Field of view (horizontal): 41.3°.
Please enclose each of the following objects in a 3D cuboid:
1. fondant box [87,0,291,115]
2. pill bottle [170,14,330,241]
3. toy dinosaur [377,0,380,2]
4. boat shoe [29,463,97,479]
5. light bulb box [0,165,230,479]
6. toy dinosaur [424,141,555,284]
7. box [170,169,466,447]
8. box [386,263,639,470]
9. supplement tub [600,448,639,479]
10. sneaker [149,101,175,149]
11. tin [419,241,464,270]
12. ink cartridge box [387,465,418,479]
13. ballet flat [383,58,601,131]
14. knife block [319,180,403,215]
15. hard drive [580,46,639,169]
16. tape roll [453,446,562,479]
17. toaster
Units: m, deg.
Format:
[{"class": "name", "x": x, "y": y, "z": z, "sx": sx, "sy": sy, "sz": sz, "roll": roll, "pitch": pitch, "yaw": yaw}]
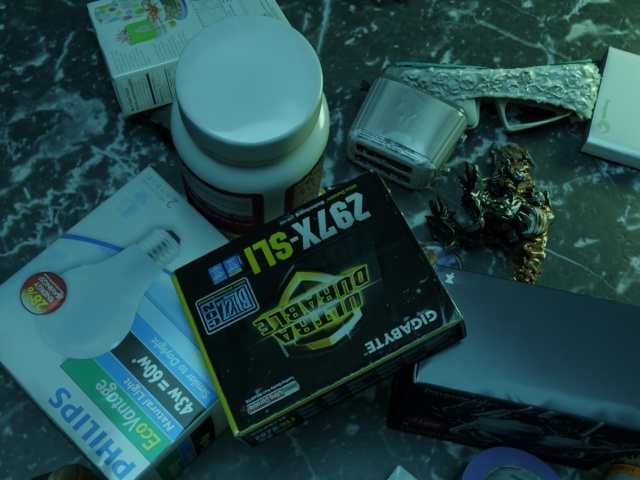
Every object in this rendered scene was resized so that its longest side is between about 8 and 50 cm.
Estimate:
[{"class": "fondant box", "x": -0.242, "y": -0.382, "z": 1.577, "sx": 0.330, "sy": 0.096, "sz": 0.238, "roll": -18, "pitch": 51, "yaw": -11}, {"class": "pill bottle", "x": -0.102, "y": -0.143, "z": 1.246, "sx": 0.224, "sy": 0.392, "sz": 0.224, "roll": 1, "pitch": 71, "yaw": -4}, {"class": "toy dinosaur", "x": 0.086, "y": -0.538, "z": 1.723, "sx": 0.211, "sy": 0.064, "sz": 0.112, "roll": 44, "pitch": 53, "yaw": 5}, {"class": "boat shoe", "x": -0.382, "y": 0.504, "z": 1.220, "sx": 0.123, "sy": 0.123, "sz": 0.342, "roll": -18, "pitch": 71, "yaw": 22}, {"class": "light bulb box", "x": -0.272, "y": 0.151, "z": 1.305, "sx": 0.358, "sy": 0.225, "sz": 0.361, "roll": 41, "pitch": 70, "yaw": 14}, {"class": "toy dinosaur", "x": 0.323, "y": -0.043, "z": 1.464, "sx": 0.218, "sy": 0.164, "sz": 0.322, "roll": 11, "pitch": 36, "yaw": -20}, {"class": "box", "x": -0.008, "y": 0.085, "z": 1.134, "sx": 0.322, "sy": 0.079, "sz": 0.257, "roll": -27, "pitch": 60, "yaw": 0}, {"class": "box", "x": 0.292, "y": 0.201, "z": 1.265, "sx": 0.343, "sy": 0.312, "sz": 0.179, "roll": 11, "pitch": 66, "yaw": 3}, {"class": "supplement tub", "x": 0.565, "y": 0.345, "z": 1.275, "sx": 0.207, "sy": 0.207, "sz": 0.338, "roll": 39, "pitch": 69, "yaw": 13}, {"class": "sneaker", "x": -0.178, "y": -0.181, "z": 1.522, "sx": 0.267, "sy": 0.101, "sz": 0.106, "roll": 34, "pitch": 67, "yaw": 11}, {"class": "tin", "x": 0.155, "y": 0.064, "z": 1.468, "sx": 0.189, "sy": 0.040, "sz": 0.106, "roll": -9, "pitch": 63, "yaw": -8}, {"class": "ink cartridge box", "x": 0.151, "y": 0.481, "z": 1.271, "sx": 0.224, "sy": 0.056, "sz": 0.181, "roll": 37, "pitch": 64, "yaw": 15}, {"class": "ballet flat", "x": 0.324, "y": -0.269, "z": 1.577, "sx": 0.408, "sy": 0.147, "sz": 0.147, "roll": -1, "pitch": 67, "yaw": -3}, {"class": "knife block", "x": 0.000, "y": 0.000, "z": 1.458, "sx": 0.242, "sy": 0.088, "sz": 0.276, "roll": 33, "pitch": 69, "yaw": 12}, {"class": "hard drive", "x": 0.693, "y": -0.220, "z": 1.614, "sx": 0.353, "sy": 0.047, "sz": 0.233, "roll": 18, "pitch": 67, "yaw": 5}, {"class": "tape roll", "x": 0.281, "y": 0.410, "z": 1.263, "sx": 0.189, "sy": 0.080, "sz": 0.189, "roll": 11, "pitch": 46, "yaw": -12}, {"class": "toaster", "x": 0.143, "y": -0.196, "z": 1.531, "sx": 0.227, "sy": 0.129, "sz": 0.146, "roll": 26, "pitch": 70, "yaw": 7}]
